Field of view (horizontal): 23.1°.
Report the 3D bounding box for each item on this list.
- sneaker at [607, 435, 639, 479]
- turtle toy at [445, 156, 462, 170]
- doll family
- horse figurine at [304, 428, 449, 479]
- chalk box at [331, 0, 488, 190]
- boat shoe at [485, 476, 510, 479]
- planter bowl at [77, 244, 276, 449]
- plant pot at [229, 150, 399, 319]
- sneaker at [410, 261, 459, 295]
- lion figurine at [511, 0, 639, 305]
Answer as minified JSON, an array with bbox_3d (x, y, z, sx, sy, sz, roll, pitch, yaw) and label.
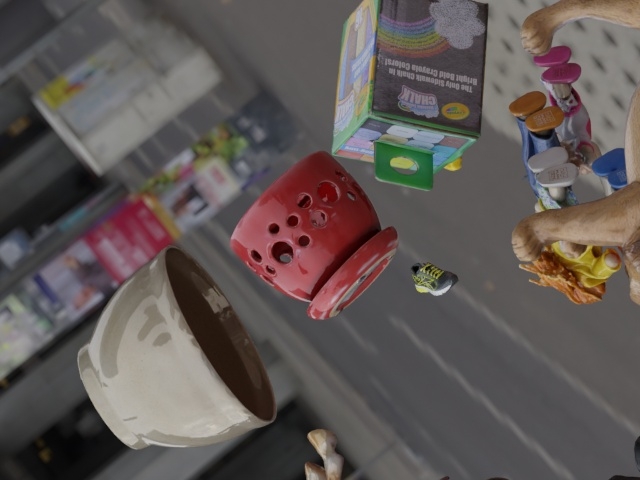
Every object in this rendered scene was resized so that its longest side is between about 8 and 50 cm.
[{"bbox_3d":[0.245,0.118,0.918,0.090,0.081,0.232,40,130,14],"label":"sneaker"},{"bbox_3d":[0.166,-0.148,2.262,0.130,0.066,0.095,-118,25,-86],"label":"turtle toy"},{"bbox_3d":[0.215,-0.039,1.381,0.263,0.118,0.163,-106,-5,-50],"label":"doll family"},{"bbox_3d":[-0.023,0.210,0.833,0.066,0.263,0.174,16,-126,-45],"label":"horse figurine"},{"bbox_3d":[0.095,-0.155,1.715,0.132,0.213,0.132,12,162,-15],"label":"chalk box"},{"bbox_3d":[0.197,0.382,1.942,0.068,0.190,0.072,6,130,41],"label":"boat shoe"},{"bbox_3d":[-0.123,0.100,1.245,0.162,0.109,0.162,56,-170,-16],"label":"planter bowl"},{"bbox_3d":[0.000,0.000,2.142,0.174,0.191,0.191,44,172,8],"label":"plant pot"},{"bbox_3d":[0.134,0.044,1.886,0.035,0.031,0.083,57,153,-16],"label":"sneaker"},{"bbox_3d":[0.277,-0.092,1.169,0.240,0.392,0.142,-4,174,38],"label":"lion figurine"}]
